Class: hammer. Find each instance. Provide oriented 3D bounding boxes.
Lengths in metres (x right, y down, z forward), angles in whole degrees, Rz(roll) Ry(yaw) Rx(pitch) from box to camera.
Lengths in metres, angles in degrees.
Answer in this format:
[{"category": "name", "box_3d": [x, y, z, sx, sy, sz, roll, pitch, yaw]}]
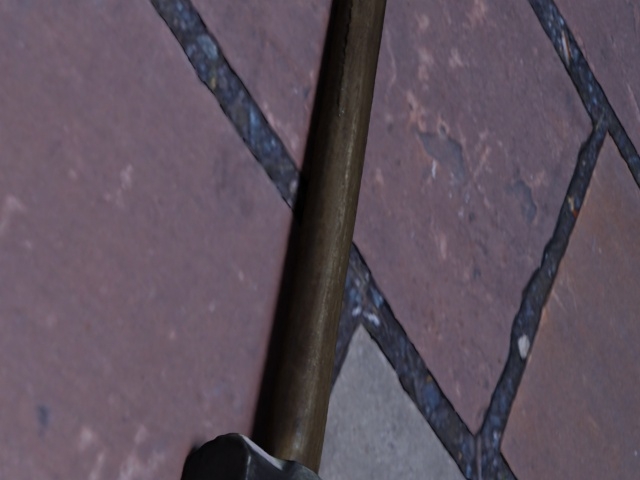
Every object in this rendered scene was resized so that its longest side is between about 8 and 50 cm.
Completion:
[{"category": "hammer", "box_3d": [0.000, 0.000, 0.999, 0.111, 0.043, 0.365, 39, 49, -42]}]
